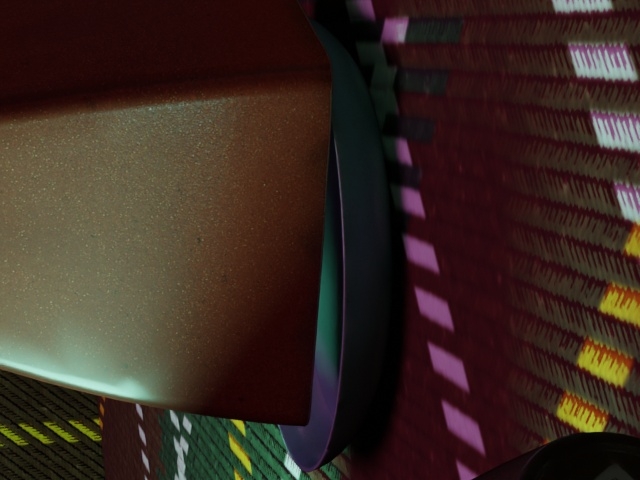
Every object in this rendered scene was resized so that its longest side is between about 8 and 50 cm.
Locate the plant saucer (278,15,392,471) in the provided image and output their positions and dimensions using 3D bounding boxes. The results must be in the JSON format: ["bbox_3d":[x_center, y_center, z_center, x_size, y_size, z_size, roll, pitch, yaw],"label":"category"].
[{"bbox_3d":[0.000,0.000,1.334,0.317,0.043,0.318,178,90,-79],"label":"plant saucer"}]

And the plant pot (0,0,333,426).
[{"bbox_3d":[-0.139,-0.043,1.315,0.267,0.235,0.267,-115,25,-60],"label":"plant pot"}]

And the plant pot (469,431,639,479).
[{"bbox_3d":[0.069,0.182,0.722,0.215,0.215,0.230,-103,30,-41],"label":"plant pot"}]
